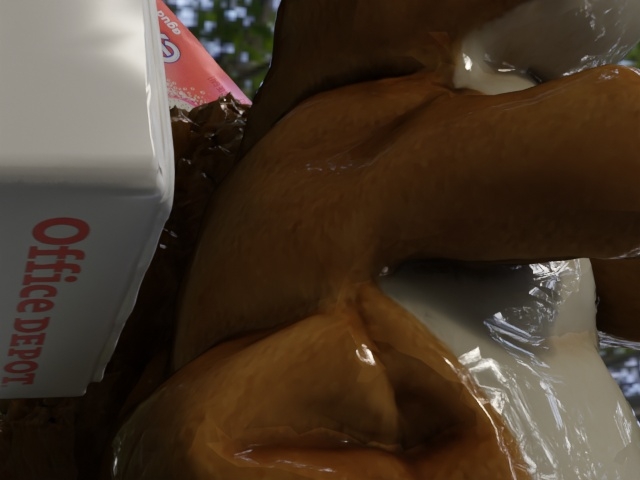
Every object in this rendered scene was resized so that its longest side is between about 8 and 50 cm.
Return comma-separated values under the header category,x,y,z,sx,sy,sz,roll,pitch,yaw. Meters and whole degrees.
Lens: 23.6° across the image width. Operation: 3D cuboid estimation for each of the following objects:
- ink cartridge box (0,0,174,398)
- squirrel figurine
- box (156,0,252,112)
category,x,y,z,sx,sy,sz,roll,pitch,yaw
ink cartridge box,-0.172,-0.024,0.423,0.172,0.237,0.100,123,-36,-63
squirrel figurine,0.000,0.000,0.663,0.397,0.281,0.370,-15,-111,38
box,-0.177,-0.090,1.006,0.300,0.142,0.154,50,-39,13
